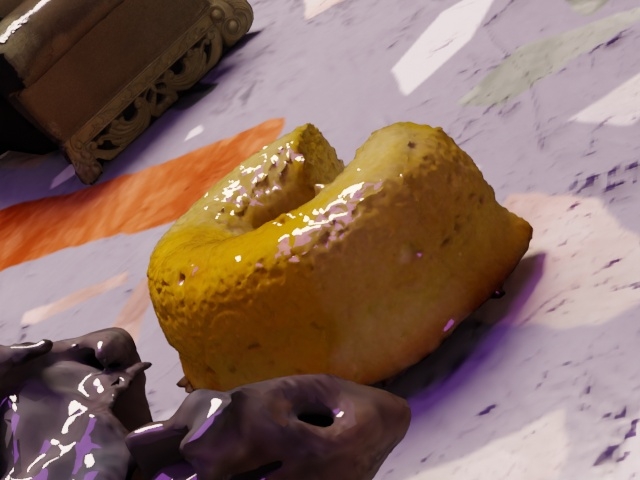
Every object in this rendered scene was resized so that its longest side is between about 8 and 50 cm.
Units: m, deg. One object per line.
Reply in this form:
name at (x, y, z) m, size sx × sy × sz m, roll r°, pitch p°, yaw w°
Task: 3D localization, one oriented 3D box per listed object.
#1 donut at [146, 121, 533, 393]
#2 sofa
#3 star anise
donut at (-0.009, 0.007, 0.542) m, size 0.146 × 0.078 × 0.181 m, roll -39°, pitch 26°, yaw -17°
sofa at (-0.212, -0.170, 0.935) m, size 0.200 × 0.182 × 0.258 m, roll -46°, pitch 29°, yaw -25°
star anise at (-0.080, 0.122, 0.392) m, size 0.198 × 0.110 × 0.257 m, roll -12°, pitch 40°, yaw 36°
